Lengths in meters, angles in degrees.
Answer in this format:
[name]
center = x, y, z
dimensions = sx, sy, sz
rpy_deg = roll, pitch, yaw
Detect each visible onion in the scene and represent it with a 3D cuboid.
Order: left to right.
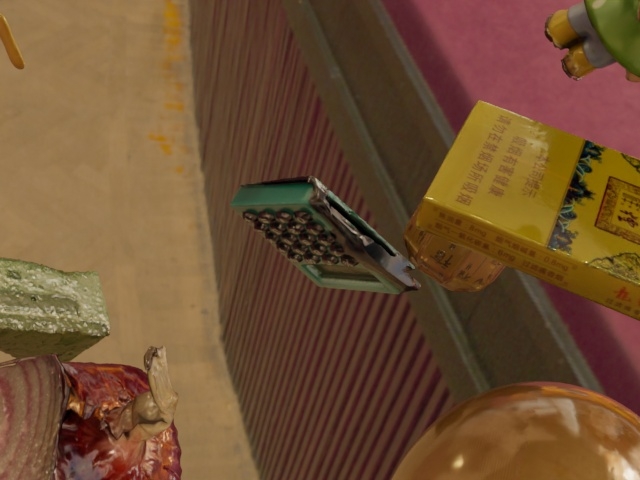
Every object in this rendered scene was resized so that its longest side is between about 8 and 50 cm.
[onion]
center = -0.228, 0.222, 0.749
dimensions = 0.272, 0.230, 0.256
rpy_deg = 8, 67, 31

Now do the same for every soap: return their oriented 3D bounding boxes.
[soap]
center = -0.462, -0.295, 1.269
dimensions = 0.034, 0.089, 0.012
rpy_deg = 12, 40, 38

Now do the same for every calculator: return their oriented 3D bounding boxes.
[calculator]
center = 0.000, 0.000, 1.398
dimensions = 0.274, 0.248, 0.058
rpy_deg = 43, 65, -31

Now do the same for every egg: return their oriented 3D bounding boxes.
[egg]
center = 0.192, 0.302, 0.780
dimensions = 0.301, 0.301, 0.374
rpy_deg = 28, 43, 13

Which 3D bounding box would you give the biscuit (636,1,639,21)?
[biscuit]
center = 0.233, -0.217, 0.561
dimensions = 0.020, 0.152, 0.152
rpy_deg = 14, 44, 14

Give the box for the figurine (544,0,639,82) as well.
[figurine]
center = 0.328, -0.232, 0.777
dimensions = 0.143, 0.263, 0.162
rpy_deg = -19, 85, -42

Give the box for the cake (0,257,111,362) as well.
[cake]
center = -0.335, 0.063, 0.948
dimensions = 0.099, 0.235, 0.100
rpy_deg = -27, 63, 11

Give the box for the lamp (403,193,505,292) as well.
[lamp]
center = 0.218, -0.025, 1.233
dimensions = 0.161, 0.185, 0.161
rpy_deg = 28, 20, -11

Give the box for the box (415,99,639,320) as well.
[box]
center = 0.228, -0.013, 0.677
dimensions = 0.279, 0.041, 0.153
rpy_deg = 23, 45, 11
